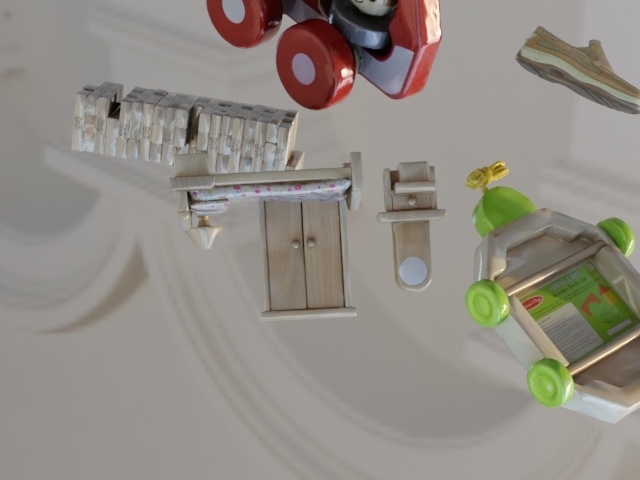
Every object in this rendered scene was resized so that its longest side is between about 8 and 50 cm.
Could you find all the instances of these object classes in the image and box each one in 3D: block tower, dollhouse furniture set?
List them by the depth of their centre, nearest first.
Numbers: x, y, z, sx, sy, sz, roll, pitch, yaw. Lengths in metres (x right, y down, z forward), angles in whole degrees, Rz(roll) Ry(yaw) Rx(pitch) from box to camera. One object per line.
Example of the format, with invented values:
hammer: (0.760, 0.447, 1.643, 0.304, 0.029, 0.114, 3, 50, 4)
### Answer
dollhouse furniture set: (0.000, 0.000, 1.718, 0.303, 0.174, 0.355, -4, 178, -1)
block tower: (-0.191, -0.162, 2.343, 0.335, 0.097, 0.091, 11, -159, 5)

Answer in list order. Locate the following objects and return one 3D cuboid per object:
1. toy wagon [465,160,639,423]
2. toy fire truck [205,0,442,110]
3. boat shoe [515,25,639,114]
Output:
toy wagon: (0.289, 0.053, 1.910, 0.267, 0.068, 0.344, -23, -113, -39)
toy fire truck: (0.018, -0.308, 1.770, 0.169, 0.254, 0.302, -26, -123, -37)
boat shoe: (0.348, -0.229, 2.067, 0.190, 0.072, 0.068, 30, 176, 24)
